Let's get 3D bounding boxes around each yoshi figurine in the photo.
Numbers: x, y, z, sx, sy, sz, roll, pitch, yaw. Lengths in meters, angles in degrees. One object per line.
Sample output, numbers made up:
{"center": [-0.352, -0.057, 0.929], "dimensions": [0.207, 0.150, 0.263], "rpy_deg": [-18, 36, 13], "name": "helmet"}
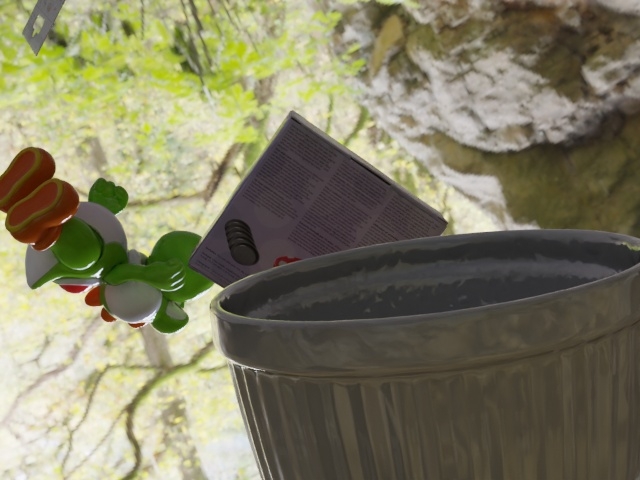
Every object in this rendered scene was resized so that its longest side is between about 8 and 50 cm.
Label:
{"center": [-0.280, 0.003, 1.275], "dimensions": [0.203, 0.204, 0.362], "rpy_deg": [-6, 146, 31], "name": "yoshi figurine"}

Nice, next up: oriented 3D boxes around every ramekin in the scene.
{"center": [0.056, 0.065, 0.422], "dimensions": [0.207, 0.109, 0.207], "rpy_deg": [-7, -173, 1], "name": "ramekin"}

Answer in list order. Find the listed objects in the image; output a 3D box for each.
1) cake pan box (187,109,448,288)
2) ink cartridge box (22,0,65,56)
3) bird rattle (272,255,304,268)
{"center": [0.000, 0.000, 1.171], "dimensions": [0.246, 0.267, 0.070], "rpy_deg": [-55, -170, 16], "name": "cake pan box"}
{"center": [-0.272, -0.326, 1.040], "dimensions": [0.066, 0.189, 0.232], "rpy_deg": [20, 101, -29], "name": "ink cartridge box"}
{"center": [0.037, 0.133, 0.929], "dimensions": [0.143, 0.253, 0.207], "rpy_deg": [97, 15, -82], "name": "bird rattle"}
